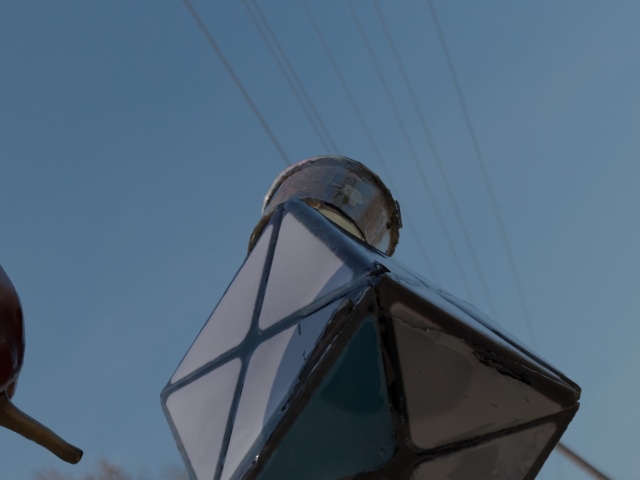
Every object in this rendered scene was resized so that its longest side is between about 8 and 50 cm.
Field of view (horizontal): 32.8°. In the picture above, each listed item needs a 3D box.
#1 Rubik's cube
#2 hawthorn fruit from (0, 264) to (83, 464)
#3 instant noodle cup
[{"bbox_3d":[0.042,0.178,1.161,0.307,0.310,0.305,30,-86,-23],"label":"Rubik's cube"},{"bbox_3d":[-0.332,0.102,0.805,0.287,0.330,0.287,-160,90,-89],"label":"hawthorn fruit"},{"bbox_3d":[0.000,0.000,1.559,0.207,0.217,0.217,-57,-8,-72],"label":"instant noodle cup"}]
